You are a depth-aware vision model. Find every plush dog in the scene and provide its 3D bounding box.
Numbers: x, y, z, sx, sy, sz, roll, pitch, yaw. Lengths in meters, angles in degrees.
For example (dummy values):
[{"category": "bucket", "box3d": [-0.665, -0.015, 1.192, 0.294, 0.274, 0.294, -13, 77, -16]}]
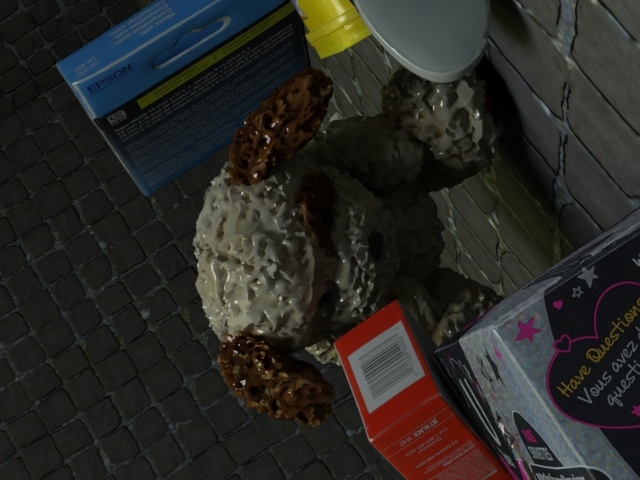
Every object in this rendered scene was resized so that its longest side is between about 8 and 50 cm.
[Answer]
[{"category": "plush dog", "box3d": [0.000, 0.000, 0.858, 0.225, 0.211, 0.262, -6, -86, -57]}]

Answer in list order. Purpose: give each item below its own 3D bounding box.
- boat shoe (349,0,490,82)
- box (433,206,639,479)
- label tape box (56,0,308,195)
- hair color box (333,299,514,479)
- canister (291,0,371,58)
[{"category": "boat shoe", "box3d": [0.040, -0.184, 0.789, 0.070, 0.078, 0.219, 73, 171, -69]}, {"category": "box", "box3d": [0.162, 0.062, 0.611, 0.142, 0.163, 0.247, 57, 176, 7]}, {"category": "label tape box", "box3d": [-0.149, -0.203, 1.400, 0.115, 0.249, 0.347, 55, 175, 16]}, {"category": "hair color box", "box3d": [0.081, 0.125, 0.778, 0.167, 0.053, 0.093, 48, -168, -34]}, {"category": "canister", "box3d": [-0.007, -0.227, 0.935, 0.170, 0.073, 0.126, 59, 174, -9]}]
